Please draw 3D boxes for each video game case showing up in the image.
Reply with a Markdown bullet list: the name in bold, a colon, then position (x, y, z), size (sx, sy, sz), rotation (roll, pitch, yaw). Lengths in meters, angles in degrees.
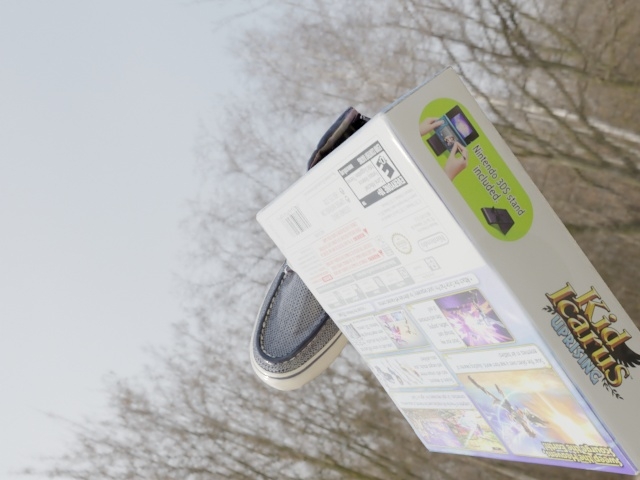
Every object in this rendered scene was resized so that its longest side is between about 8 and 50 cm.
- **video game case**: position (0.081, 0.038, 0.592), size (0.061, 0.244, 0.269), rotation (-36, 3, -21)

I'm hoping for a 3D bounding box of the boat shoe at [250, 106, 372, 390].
- **boat shoe**: position (0.000, 0.000, 1.015), size (0.341, 0.127, 0.158), rotation (-62, -30, -19)
